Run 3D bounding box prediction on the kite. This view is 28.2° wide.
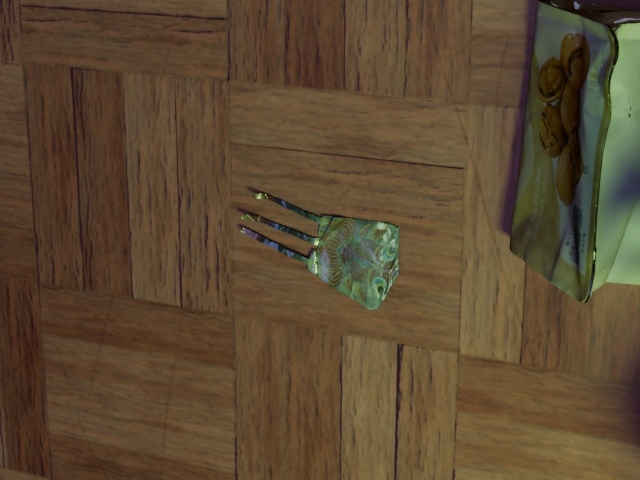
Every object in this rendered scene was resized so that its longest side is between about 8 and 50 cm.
[{"bbox_3d":[0.001,-0.001,1.698,0.229,0.016,0.127,25,112,13],"label":"kite"}]

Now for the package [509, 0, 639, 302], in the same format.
[{"bbox_3d":[0.336,-0.107,1.448,0.165,0.221,0.311,-1,108,-16],"label":"package"}]
